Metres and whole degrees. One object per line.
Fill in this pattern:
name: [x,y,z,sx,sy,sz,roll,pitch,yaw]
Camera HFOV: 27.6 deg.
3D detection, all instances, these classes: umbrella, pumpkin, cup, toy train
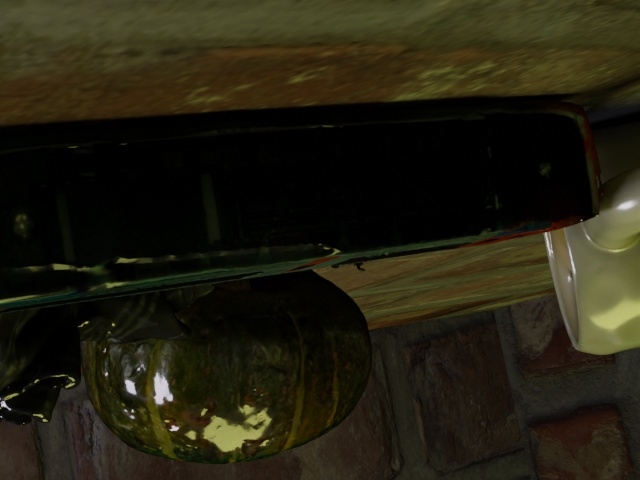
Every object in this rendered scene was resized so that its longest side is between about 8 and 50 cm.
umbrella: [-0.160,0.047,0.854,0.128,0.154,0.336,30,-166,28]
pumpkin: [-0.088,0.084,1.154,0.260,0.189,0.260,-1,-168,0]
cup: [0.268,-0.035,0.940,0.202,0.173,0.255,-11,144,5]
toy train: [-0.013,-0.025,0.763,0.409,0.086,0.089,-7,172,-31]

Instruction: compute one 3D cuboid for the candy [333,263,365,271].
candy: [0.000,0.001,1.137,0.094,0.051,0.226,-3,175,25]
